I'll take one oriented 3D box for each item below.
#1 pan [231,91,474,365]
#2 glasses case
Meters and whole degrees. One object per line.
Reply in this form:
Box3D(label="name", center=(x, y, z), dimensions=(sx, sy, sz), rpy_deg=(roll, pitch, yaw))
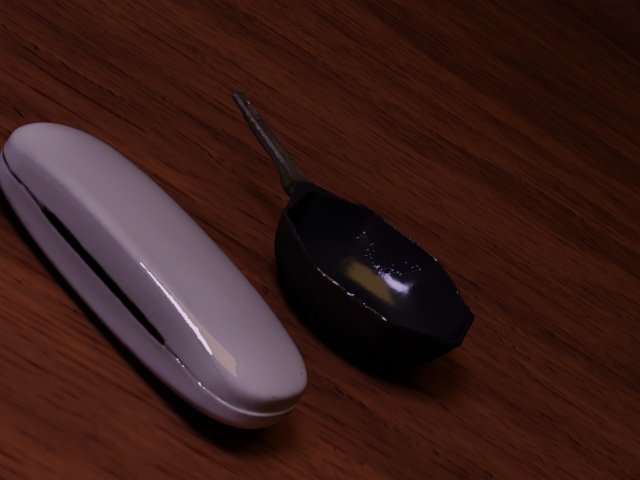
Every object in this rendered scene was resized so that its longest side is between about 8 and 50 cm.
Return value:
Box3D(label="pan", center=(0.012, 0.004, 1.015), dimensions=(0.128, 0.048, 0.202), rpy_deg=(21, 28, -39))
Box3D(label="glasses case", center=(-0.086, 0.015, 0.838), dimensions=(0.204, 0.051, 0.081), rpy_deg=(47, 22, 22))
